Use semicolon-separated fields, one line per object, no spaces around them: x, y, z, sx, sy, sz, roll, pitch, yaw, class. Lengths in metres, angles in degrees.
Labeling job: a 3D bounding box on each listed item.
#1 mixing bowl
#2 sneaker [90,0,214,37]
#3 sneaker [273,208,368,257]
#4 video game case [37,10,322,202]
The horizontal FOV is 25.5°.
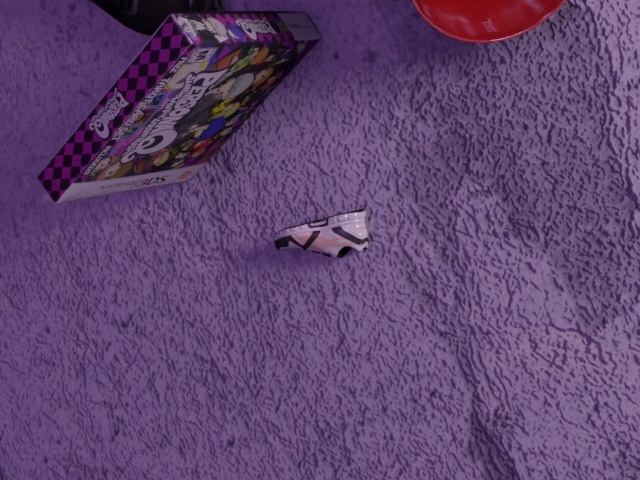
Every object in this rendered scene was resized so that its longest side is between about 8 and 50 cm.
0.136;-0.270;1.206;0.181;0.181;0.098;-67;30;23;mixing bowl
-0.243;-0.281;1.462;0.283;0.124;0.107;29;114;26;sneaker
0.000;0.000;1.401;0.109;0.040;0.044;-12;93;35;sneaker
-0.134;-0.131;1.365;0.232;0.210;0.042;-44;74;30;video game case
